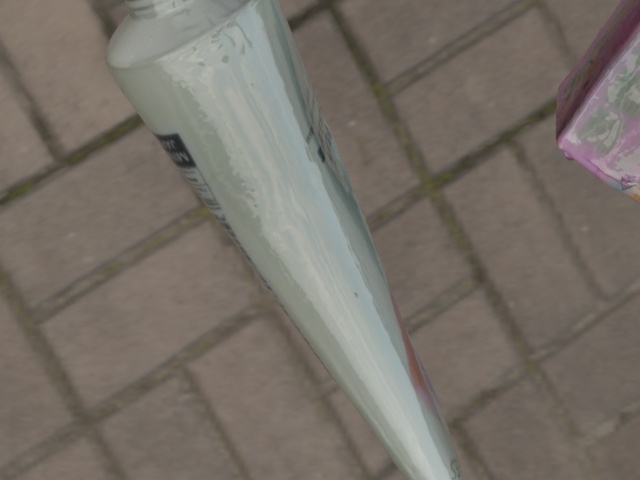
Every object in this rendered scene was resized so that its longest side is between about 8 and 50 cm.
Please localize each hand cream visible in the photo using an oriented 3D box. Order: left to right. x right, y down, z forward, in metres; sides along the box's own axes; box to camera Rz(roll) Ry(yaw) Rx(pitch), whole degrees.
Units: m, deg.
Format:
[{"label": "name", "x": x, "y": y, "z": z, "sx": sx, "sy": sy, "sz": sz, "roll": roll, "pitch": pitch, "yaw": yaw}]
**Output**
[{"label": "hand cream", "x": 0.000, "y": 0.000, "z": 0.805, "sx": 0.077, "sy": 0.124, "sz": 0.341, "roll": -28, "pitch": 119, "yaw": 6}]

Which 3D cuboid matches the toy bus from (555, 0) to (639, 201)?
[{"label": "toy bus", "x": 0.258, "y": -0.143, "z": 1.120, "sx": 0.112, "sy": 0.274, "sz": 0.090, "roll": 25, "pitch": 37, "yaw": -11}]
